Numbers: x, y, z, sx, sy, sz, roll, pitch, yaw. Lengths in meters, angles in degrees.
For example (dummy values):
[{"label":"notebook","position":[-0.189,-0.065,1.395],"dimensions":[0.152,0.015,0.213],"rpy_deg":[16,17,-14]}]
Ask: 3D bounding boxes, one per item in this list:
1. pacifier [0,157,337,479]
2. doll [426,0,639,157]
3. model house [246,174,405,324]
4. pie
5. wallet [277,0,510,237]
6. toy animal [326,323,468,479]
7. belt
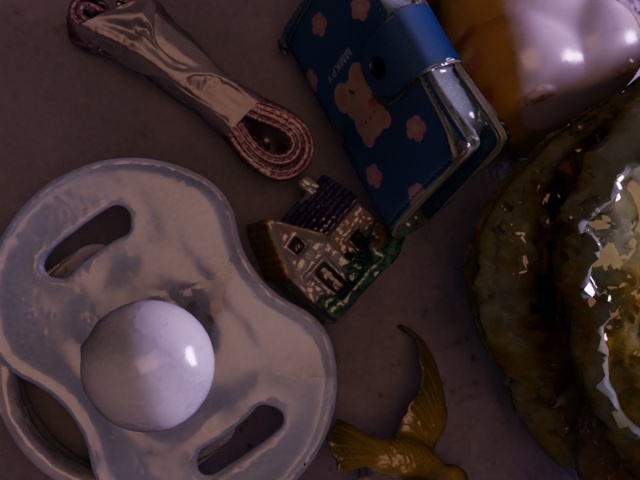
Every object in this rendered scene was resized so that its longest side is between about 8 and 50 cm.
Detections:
[{"label":"pacifier","position":[-0.128,0.087,0.700],"dimensions":[0.244,0.233,0.299],"rpy_deg":[-38,93,-6]},{"label":"doll","position":[0.153,-0.207,0.796],"dimensions":[0.167,0.162,0.269],"rpy_deg":[-15,88,-24]},{"label":"model house","position":[0.000,0.000,0.800],"dimensions":[0.100,0.088,0.100],"rpy_deg":[45,78,-7]},{"label":"pie","position":[0.328,0.016,0.803],"dimensions":[0.418,0.180,0.395],"rpy_deg":[-30,113,-20]},{"label":"wallet","position":[0.050,-0.121,0.763],"dimensions":[0.059,0.141,0.202],"rpy_deg":[-13,67,-38]},{"label":"toy animal","position":[0.070,0.186,0.811],"dimensions":[0.095,0.155,0.219],"rpy_deg":[-13,46,10]},{"label":"belt","position":[-0.101,-0.132,0.806],"dimensions":[0.232,0.053,0.071],"rpy_deg":[35,90,-7]}]
